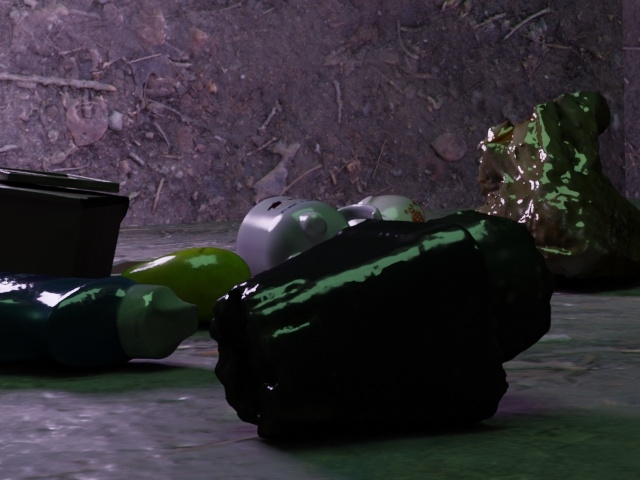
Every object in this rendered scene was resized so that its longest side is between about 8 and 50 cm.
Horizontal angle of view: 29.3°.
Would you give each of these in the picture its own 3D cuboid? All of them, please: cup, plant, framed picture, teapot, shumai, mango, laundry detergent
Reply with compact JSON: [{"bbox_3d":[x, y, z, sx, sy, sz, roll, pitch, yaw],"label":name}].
[{"bbox_3d":[-0.004,0.012,1.631,0.173,0.134,0.142,5,1,-29],"label":"cup"},{"bbox_3d":[0.053,0.061,0.880,0.256,0.142,0.164,-16,10,-24],"label":"plant"},{"bbox_3d":[-0.258,0.049,2.014,0.231,0.018,0.293,-2,4,8],"label":"framed picture"},{"bbox_3d":[0.082,-0.002,1.752,0.159,0.116,0.245,-29,8,-10],"label":"teapot"},{"bbox_3d":[0.345,-0.078,1.699,0.266,0.263,0.314,4,5,6],"label":"shumai"},{"bbox_3d":[-0.153,0.051,1.420,0.163,0.089,0.117,0,4,36],"label":"mango"},{"bbox_3d":[-0.261,0.071,1.165,0.289,0.094,0.143,-1,3,20],"label":"laundry detergent"},{"bbox_3d":[-0.372,-0.083,1.632,0.150,0.015,0.203,5,3,-31],"label":"framed picture"}]

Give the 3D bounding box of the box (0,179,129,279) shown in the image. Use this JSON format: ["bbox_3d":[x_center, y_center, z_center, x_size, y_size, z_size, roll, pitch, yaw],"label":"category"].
[{"bbox_3d":[-0.399,0.001,1.574,0.252,0.153,0.188,9,3,8],"label":"box"}]
